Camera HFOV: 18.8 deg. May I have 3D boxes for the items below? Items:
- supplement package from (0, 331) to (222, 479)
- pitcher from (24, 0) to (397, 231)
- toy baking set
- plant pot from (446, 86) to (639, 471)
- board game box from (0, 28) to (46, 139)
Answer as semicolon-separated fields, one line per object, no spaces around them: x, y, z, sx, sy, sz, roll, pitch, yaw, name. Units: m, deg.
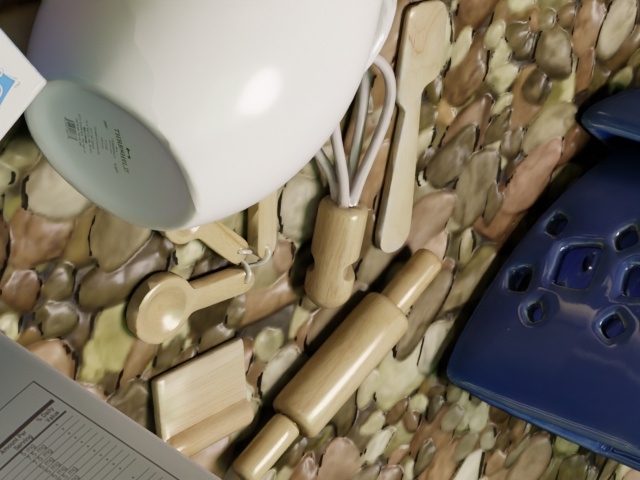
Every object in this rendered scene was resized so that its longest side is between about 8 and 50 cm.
-0.124;0.178;0.734;0.198;0.262;0.199;-45;142;-22;supplement package
-0.026;-0.088;0.809;0.207;0.125;0.178;-54;152;-31;pitcher
0.001;0.005;0.973;0.256;0.030;0.197;-45;142;-21;toy baking set
0.250;0.047;1.150;0.236;0.236;0.212;28;84;-55;plant pot
-0.270;-0.028;0.565;0.308;0.086;0.302;-53;144;-11;board game box
